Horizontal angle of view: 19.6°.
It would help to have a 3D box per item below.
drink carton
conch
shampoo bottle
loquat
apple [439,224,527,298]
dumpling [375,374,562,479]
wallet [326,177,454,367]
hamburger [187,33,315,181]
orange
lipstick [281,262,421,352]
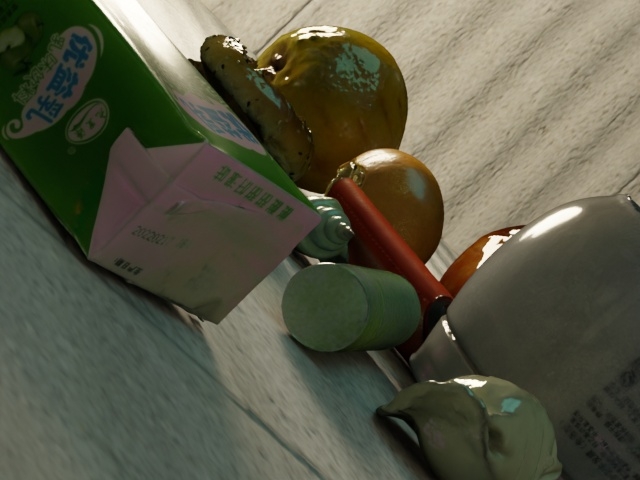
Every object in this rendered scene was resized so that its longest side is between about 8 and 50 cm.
[{"bbox_3d":[-0.137,-0.084,1.168,0.271,0.108,0.161,50,10,30],"label":"drink carton"},{"bbox_3d":[0.003,-0.007,1.825,0.088,0.065,0.180,42,-10,-18],"label":"conch"},{"bbox_3d":[0.241,0.116,1.677,0.273,0.266,0.273,49,9,-10],"label":"shampoo bottle"},{"bbox_3d":[0.020,-0.152,2.319,0.246,0.213,0.213,38,9,-36],"label":"loquat"},{"bbox_3d":[0.241,0.092,2.136,0.230,0.230,0.230,45,6,-6],"label":"apple"},{"bbox_3d":[0.111,0.154,1.462,0.134,0.099,0.169,6,2,33],"label":"dumpling"},{"bbox_3d":[0.072,0.046,1.842,0.204,0.045,0.142,51,-22,42],"label":"wallet"},{"bbox_3d":[-0.080,-0.121,1.811,0.177,0.113,0.185,46,6,12],"label":"hamburger"},{"bbox_3d":[0.068,-0.029,2.109,0.134,0.154,0.154,-5,32,-24],"label":"orange"},{"bbox_3d":[0.032,0.058,1.558,0.076,0.076,0.304,47,5,8],"label":"lipstick"}]
